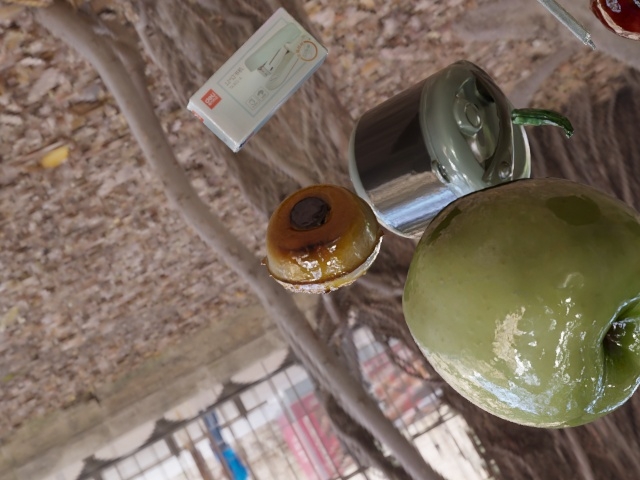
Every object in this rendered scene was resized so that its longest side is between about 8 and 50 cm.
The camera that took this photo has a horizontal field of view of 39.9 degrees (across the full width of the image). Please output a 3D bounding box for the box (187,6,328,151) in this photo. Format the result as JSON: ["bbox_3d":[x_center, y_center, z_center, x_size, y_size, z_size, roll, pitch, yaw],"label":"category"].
[{"bbox_3d":[-0.119,-0.307,1.705,0.269,0.135,0.079,-47,-177,-8],"label":"box"}]

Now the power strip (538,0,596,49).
[{"bbox_3d":[0.620,-0.582,2.272,0.027,0.253,0.060,-49,169,24],"label":"power strip"}]

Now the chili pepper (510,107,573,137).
[{"bbox_3d":[0.411,-0.223,1.636,0.035,0.117,0.055,104,5,-54],"label":"chili pepper"}]

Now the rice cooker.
[{"bbox_3d":[0.263,-0.190,1.861,0.325,0.335,0.335,-25,175,42],"label":"rice cooker"}]

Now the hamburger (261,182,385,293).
[{"bbox_3d":[0.004,0.000,1.591,0.236,0.237,0.147,-29,133,-1],"label":"hamburger"}]

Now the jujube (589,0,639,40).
[{"bbox_3d":[0.465,-0.446,1.191,0.276,0.276,0.377,-42,-155,48],"label":"jujube"}]

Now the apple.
[{"bbox_3d":[0.296,0.074,1.214,0.357,0.357,0.357,-28,169,-6],"label":"apple"}]
